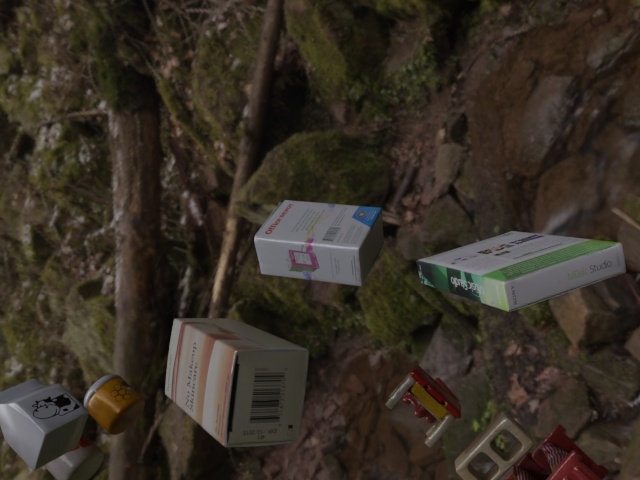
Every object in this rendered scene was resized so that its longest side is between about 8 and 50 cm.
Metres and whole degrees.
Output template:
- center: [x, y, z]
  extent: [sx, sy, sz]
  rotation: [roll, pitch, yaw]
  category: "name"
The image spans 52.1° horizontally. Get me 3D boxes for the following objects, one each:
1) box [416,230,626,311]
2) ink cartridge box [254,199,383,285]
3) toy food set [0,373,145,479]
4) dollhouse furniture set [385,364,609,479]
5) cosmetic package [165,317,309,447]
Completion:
- center: [0.348, 0.046, 1.194]
  extent: [0.322, 0.232, 0.058]
  rotation: [-168, 63, -74]
  category: "box"
- center: [0.000, 0.000, 0.731]
  extent: [0.088, 0.122, 0.052]
  rotation: [-57, -32, -51]
  category: "ink cartridge box"
- center: [-0.258, 0.155, 0.499]
  extent: [0.104, 0.232, 0.111]
  rotation: [35, 117, 20]
  category: "toy food set"
- center: [0.301, 0.328, 1.087]
  extent: [0.152, 0.374, 0.201]
  rotation: [-48, -9, 6]
  category: "dollhouse furniture set"
- center: [-0.150, 0.224, 1.091]
  extent: [0.296, 0.129, 0.153]
  rotation: [3, 88, 60]
  category: "cosmetic package"
